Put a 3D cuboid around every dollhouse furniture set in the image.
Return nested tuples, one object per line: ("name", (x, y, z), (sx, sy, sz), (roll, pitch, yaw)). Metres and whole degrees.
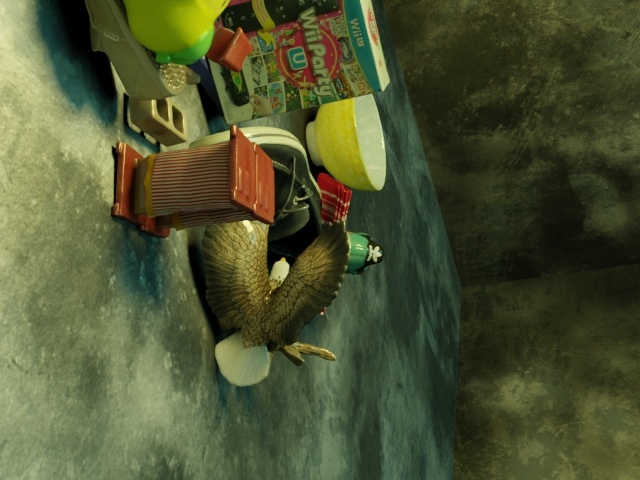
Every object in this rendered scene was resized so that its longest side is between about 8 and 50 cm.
("dollhouse furniture set", (-0.194, -0.201, 1.414), (0.152, 0.201, 0.373), (39, 46, -65))

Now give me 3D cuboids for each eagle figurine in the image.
("eagle figurine", (-0.084, 0.084, 1.586), (0.298, 0.226, 0.225), (98, -26, -45))

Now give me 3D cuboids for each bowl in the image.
("bowl", (0.054, -0.257, 2.323), (0.289, 0.156, 0.289), (-9, 90, -74))

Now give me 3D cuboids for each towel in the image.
("towel", (0.000, 0.000, 1.940), (0.199, 0.031, 0.274), (-137, -122, -71))

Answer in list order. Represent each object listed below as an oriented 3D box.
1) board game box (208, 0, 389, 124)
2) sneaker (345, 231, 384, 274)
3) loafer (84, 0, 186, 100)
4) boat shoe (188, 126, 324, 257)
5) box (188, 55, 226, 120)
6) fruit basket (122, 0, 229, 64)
("board game box", (-0.049, -0.354, 1.660), (0.097, 0.304, 0.223), (-59, 137, -66))
("sneaker", (0.049, 0.031, 2.035), (0.302, 0.121, 0.108), (-173, -88, -75))
("loafer", (-0.299, -0.318, 1.335), (0.268, 0.092, 0.102), (62, 25, -6))
("boat shoe", (-0.098, -0.082, 1.708), (0.500, 0.187, 0.155), (47, 32, -70))
("box", (-0.199, -0.337, 1.754), (0.225, 0.037, 0.136), (58, 29, -55))
("fruit basket", (-0.184, -0.447, 1.256), (0.392, 0.283, 0.392), (53, 18, -26))
